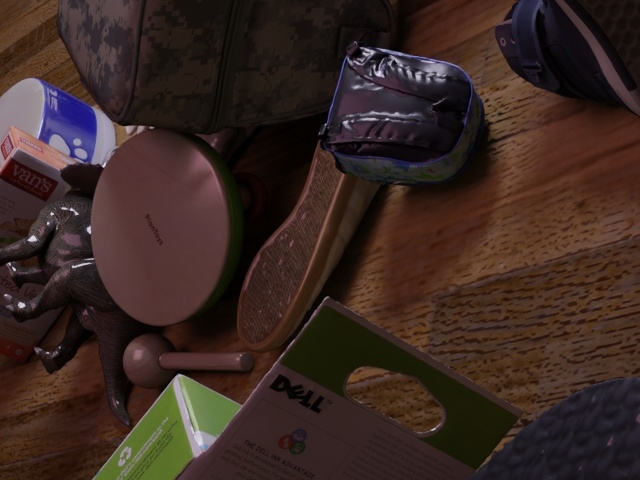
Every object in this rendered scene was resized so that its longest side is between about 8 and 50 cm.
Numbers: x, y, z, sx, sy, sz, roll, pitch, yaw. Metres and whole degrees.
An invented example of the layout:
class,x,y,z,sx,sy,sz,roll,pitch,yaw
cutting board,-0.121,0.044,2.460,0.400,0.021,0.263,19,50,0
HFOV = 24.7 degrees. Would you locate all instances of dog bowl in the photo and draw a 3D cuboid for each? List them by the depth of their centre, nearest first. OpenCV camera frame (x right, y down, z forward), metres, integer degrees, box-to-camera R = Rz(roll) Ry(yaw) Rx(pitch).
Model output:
class,x,y,z,sx,sy,sz,roll,pitch,yaw
dog bowl,-0.369,-0.063,1.800,0.265,0.104,0.265,-37,37,35

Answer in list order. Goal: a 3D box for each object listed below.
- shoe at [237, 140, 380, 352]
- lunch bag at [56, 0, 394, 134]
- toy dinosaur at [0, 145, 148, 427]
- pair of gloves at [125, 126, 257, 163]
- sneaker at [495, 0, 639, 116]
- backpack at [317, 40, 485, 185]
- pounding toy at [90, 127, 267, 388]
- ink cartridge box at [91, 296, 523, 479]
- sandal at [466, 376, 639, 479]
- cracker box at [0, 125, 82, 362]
class,x,y,z,sx,sy,sz,roll,pitch,yaw
shoe,0.000,0.000,1.240,0.076,0.058,0.219,26,90,48
lunch bag,-0.094,-0.231,1.386,0.305,0.256,0.213,-134,53,-58
toy dinosaur,-0.233,0.032,1.462,0.160,0.121,0.314,-28,55,0
pair of gloves,-0.142,-0.133,1.578,0.204,0.042,0.240,-43,35,27
sneaker,0.160,-0.184,0.995,0.086,0.226,0.163,-35,25,-10
backpack,0.071,-0.094,1.164,0.114,0.084,0.105,10,73,24
pounding toy,-0.113,0.013,1.376,0.183,0.110,0.237,-12,83,39
ink cartridge box,-0.017,0.153,0.996,0.255,0.188,0.097,-51,29,13
sandal,0.117,0.225,0.838,0.446,0.107,0.168,-51,30,41
cracker box,-0.340,0.008,1.642,0.232,0.155,0.067,-54,31,13
